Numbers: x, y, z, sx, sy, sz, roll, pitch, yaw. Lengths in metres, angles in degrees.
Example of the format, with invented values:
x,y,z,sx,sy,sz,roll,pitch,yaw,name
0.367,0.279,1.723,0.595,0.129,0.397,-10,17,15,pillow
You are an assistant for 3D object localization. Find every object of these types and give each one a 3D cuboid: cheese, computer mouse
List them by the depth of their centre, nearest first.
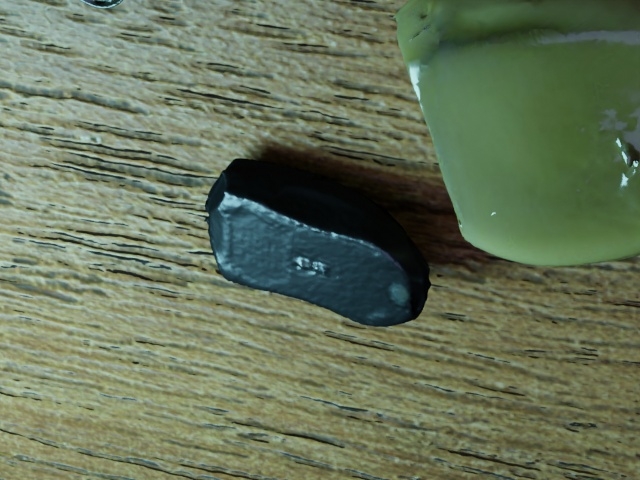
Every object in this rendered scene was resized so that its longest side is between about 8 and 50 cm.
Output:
x,y,z,sx,sy,sz,roll,pitch,yaw,name
0.227,-0.101,1.486,0.315,0.128,0.260,-7,124,23,cheese
0.000,0.000,1.693,0.217,0.073,0.122,18,131,13,computer mouse

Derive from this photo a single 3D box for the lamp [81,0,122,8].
x,y,z,sx,sy,sz,roll,pitch,yaw,name
-0.229,-0.333,1.509,0.266,0.047,0.269,29,133,-4,lamp
